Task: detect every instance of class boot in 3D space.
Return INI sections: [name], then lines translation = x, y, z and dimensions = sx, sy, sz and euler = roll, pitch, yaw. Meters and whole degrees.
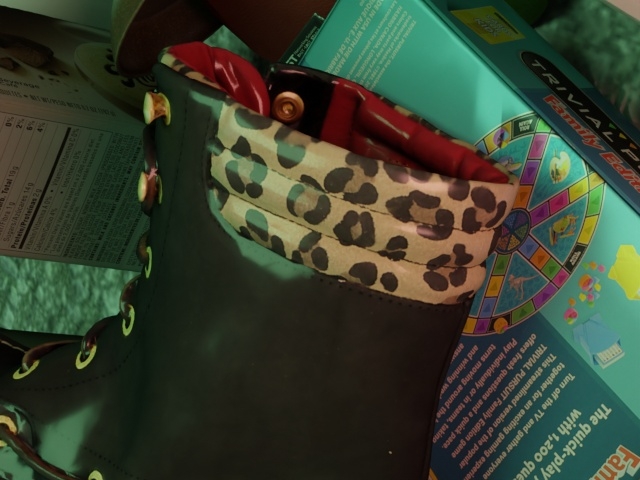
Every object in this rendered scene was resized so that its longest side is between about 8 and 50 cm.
[boot]
translation = -0.084, 0.040, 0.714
dimensions = 0.377, 0.138, 0.284
euler = 27, 112, 32

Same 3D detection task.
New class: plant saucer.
[plant saucer]
translation = -0.075, -0.191, 0.942
dimensions = 0.036, 0.198, 0.198
euler = 45, 126, 5

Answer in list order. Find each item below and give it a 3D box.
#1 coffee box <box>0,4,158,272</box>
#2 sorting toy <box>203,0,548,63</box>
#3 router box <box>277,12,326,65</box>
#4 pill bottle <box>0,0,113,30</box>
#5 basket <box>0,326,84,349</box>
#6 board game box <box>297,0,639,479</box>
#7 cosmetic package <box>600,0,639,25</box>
[coffee box]
translation = -0.196, -0.075, 0.983
dimensions = 0.168, 0.297, 0.118
euler = 50, 122, 44
[sorting toy]
translation = 0.074, -0.201, 0.843
dimensions = 0.366, 0.127, 0.126
euler = -9, 52, 52
[router box]
translation = -0.026, -0.073, 0.901
dimensions = 0.122, 0.038, 0.092
euler = -55, -5, -16
[pill bottle]
translation = -0.240, -0.317, 1.178
dimensions = 0.181, 0.182, 0.322
euler = -8, 77, 51
[basket]
translation = -0.195, 0.150, 1.068
dimensions = 0.227, 0.154, 0.204
euler = -15, 73, 46
[board game box]
translation = 0.086, 0.054, 0.715
dimensions = 0.336, 0.079, 0.253
euler = 50, 123, 25
[cosmetic package]
translation = 0.197, -0.296, 0.441
dimensions = 0.327, 0.329, 0.393
euler = -33, 48, 42
